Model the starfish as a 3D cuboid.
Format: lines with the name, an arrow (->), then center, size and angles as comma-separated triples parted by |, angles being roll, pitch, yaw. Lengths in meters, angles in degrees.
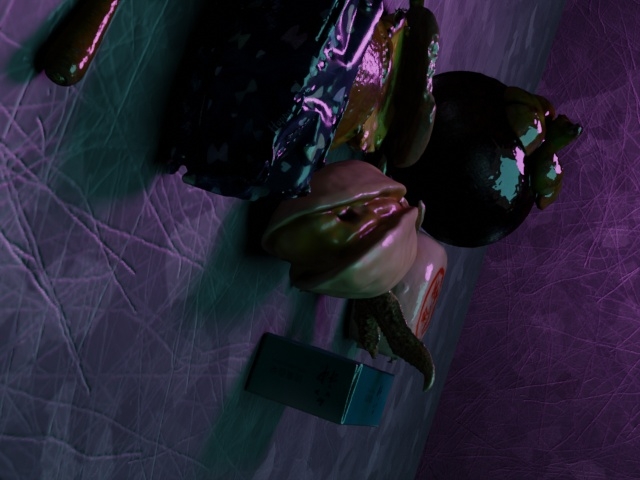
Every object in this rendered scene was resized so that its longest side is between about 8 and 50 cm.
starfish -> 0.089, 0.048, 1.508 | 0.347, 0.078, 0.358 | 178, -96, -78

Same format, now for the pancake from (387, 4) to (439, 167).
pancake -> 0.136, -0.226, 1.422 | 0.222, 0.042, 0.236 | 120, -30, -68

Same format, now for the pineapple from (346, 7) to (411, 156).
pineapple -> 0.064, -0.219, 1.311 | 0.225, 0.076, 0.225 | 17, 90, -79

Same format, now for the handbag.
handbag -> -0.045, -0.162, 0.918 | 0.113, 0.162, 0.260 | 27, 81, -59

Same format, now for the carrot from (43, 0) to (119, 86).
carrot -> -0.178, -0.154, 0.722 | 0.032, 0.032, 0.093 | 78, 29, -58

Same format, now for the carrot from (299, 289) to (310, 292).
carrot -> 0.001, 0.001, 1.411 | 0.035, 0.036, 0.165 | 60, 48, -67

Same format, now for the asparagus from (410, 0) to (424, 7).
asparagus -> 0.155, -0.391, 1.520 | 0.025, 0.021, 0.108 | -56, 157, -31

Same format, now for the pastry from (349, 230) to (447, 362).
pastry -> 0.149, 0.098, 1.801 | 0.265, 0.133, 0.265 | 18, 90, -77

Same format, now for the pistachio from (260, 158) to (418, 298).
pistachio -> 0.029, -0.010, 1.266 | 0.299, 0.187, 0.187 | -18, 124, -68

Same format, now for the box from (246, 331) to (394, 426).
box -> 0.006, 0.211, 1.432 | 0.245, 0.153, 0.092 | 34, 74, -70

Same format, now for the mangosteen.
mangosteen -> 0.253, -0.148, 1.591 | 0.300, 0.300, 0.300 | 18, 90, -73

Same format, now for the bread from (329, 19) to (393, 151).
bread -> 0.005, -0.192, 1.069 | 0.129, 0.134, 0.260 | 31, 77, -71
